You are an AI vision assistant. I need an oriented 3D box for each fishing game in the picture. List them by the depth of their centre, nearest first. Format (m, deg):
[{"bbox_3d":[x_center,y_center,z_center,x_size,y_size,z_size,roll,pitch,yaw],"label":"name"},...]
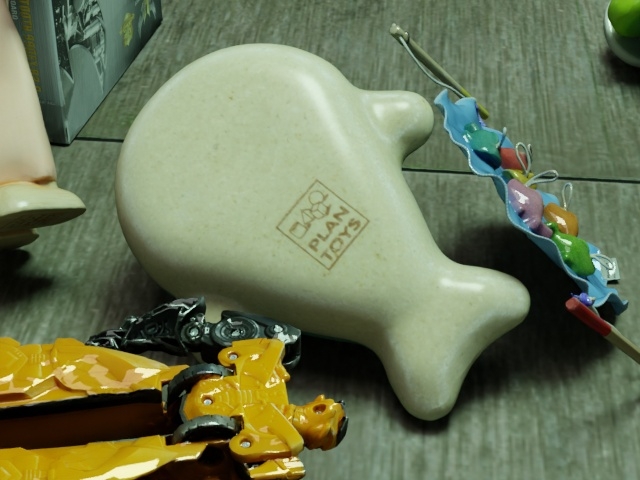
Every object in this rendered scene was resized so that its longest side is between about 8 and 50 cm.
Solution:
[{"bbox_3d":[0.143,-0.028,0.923,0.041,0.189,0.264,-40,48,14],"label":"fishing game"}]

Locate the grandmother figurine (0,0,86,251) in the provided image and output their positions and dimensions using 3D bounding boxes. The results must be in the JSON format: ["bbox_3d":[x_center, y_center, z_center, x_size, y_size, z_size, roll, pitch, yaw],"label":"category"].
[{"bbox_3d":[-0.242,-0.170,0.960,0.207,0.342,0.104,-22,-11,37],"label":"grandmother figurine"}]

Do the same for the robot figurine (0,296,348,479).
[{"bbox_3d":[-0.130,0.118,0.765,0.291,0.085,0.211,-4,35,-6],"label":"robot figurine"}]

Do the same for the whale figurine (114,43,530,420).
[{"bbox_3d":[0.000,0.000,0.915,0.272,0.141,0.216,36,82,15],"label":"whale figurine"}]

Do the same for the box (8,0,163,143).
[{"bbox_3d":[-0.193,-0.212,1.157,0.056,0.183,0.231,7,34,12],"label":"box"}]

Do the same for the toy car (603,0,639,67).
[{"bbox_3d":[0.328,-0.176,1.180,0.182,0.159,0.136,-8,72,-14],"label":"toy car"}]
